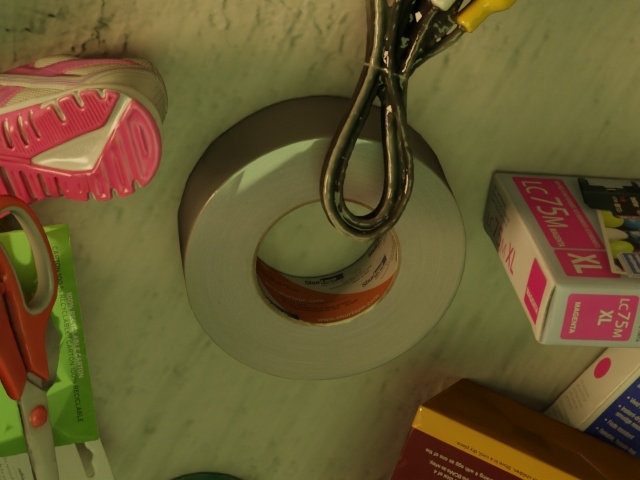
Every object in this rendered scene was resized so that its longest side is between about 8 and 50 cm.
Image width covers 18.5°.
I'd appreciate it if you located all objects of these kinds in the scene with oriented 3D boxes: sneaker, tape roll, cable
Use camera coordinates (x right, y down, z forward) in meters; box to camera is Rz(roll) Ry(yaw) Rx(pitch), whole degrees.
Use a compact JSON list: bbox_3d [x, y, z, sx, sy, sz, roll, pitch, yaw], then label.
[{"bbox_3d":[-0.215,-0.075,1.429,0.252,0.111,0.103,-4,115,19],"label":"sneaker"},{"bbox_3d":[0.000,0.000,1.525,0.219,0.072,0.219,-4,121,-6],"label":"tape roll"},{"bbox_3d":[0.060,-0.143,1.407,0.139,0.072,0.287,27,88,-18],"label":"cable"}]

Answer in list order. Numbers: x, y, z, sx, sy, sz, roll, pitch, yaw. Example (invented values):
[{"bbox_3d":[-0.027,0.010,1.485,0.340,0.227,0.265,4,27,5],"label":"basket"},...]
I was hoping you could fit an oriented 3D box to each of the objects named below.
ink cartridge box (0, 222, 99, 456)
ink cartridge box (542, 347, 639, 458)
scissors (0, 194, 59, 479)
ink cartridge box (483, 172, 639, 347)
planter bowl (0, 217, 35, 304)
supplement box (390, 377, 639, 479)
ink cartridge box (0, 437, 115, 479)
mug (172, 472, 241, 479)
[{"bbox_3d":[-0.287,0.103,1.393,0.255,0.097,0.189,-10,111,-12],"label":"ink cartridge box"},{"bbox_3d":[0.256,0.209,1.697,0.176,0.069,0.371,34,112,-24],"label":"ink cartridge box"},{"bbox_3d":[-0.202,0.106,1.417,0.109,0.021,0.297,-45,130,-35],"label":"scissors"},{"bbox_3d":[0.298,0.017,1.519,0.311,0.186,0.065,5,118,-13],"label":"ink cartridge box"},{"bbox_3d":[-0.314,0.067,1.475,0.217,0.090,0.217,-5,110,-15],"label":"planter bowl"},{"bbox_3d":[0.148,0.246,1.595,0.191,0.129,0.194,24,104,16],"label":"supplement box"},{"bbox_3d":[-0.260,0.200,1.562,0.180,0.060,0.104,-24,101,-31],"label":"ink cartridge box"},{"bbox_3d":[-0.095,0.288,1.665,0.129,0.097,0.158,-8,121,-5],"label":"mug"}]
